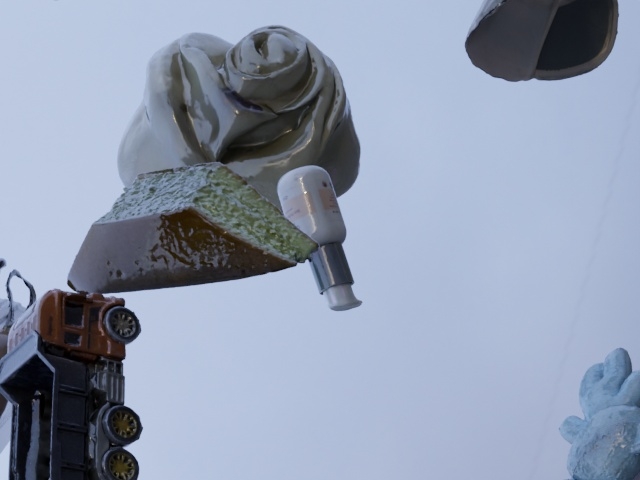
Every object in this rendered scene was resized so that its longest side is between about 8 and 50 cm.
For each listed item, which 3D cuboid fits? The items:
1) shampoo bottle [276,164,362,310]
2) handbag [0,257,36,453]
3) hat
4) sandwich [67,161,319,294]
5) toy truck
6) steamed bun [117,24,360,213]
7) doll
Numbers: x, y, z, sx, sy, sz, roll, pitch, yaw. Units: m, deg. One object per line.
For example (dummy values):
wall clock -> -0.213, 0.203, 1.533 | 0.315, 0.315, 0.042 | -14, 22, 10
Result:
shampoo bottle -> 0.000, 0.000, 1.658 | 0.074, 0.192, 0.074 | -16, -14, -4
handbag -> -0.450, 0.160, 1.659 | 0.302, 0.149, 0.283 | -104, 32, -85
hat -> 0.238, -0.294, 1.324 | 0.275, 0.161, 0.232 | -56, -33, -6
sandwich -> -0.132, -0.007, 1.171 | 0.094, 0.258, 0.096 | -53, -50, -54
toy truck -> -0.198, 0.132, 1.001 | 0.092, 0.192, 0.083 | 18, -38, -33
steamed bun -> -0.104, -0.193, 1.957 | 0.255, 0.368, 0.342 | 108, -176, -51
doll -> 0.287, 0.180, 1.238 | 0.120, 0.075, 0.180 | -48, 4, 30
